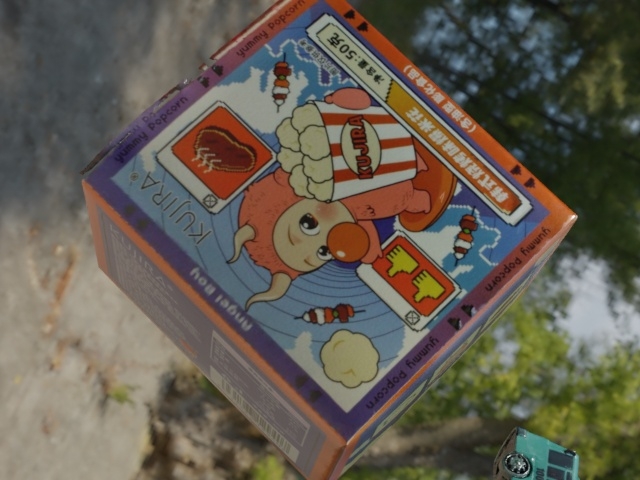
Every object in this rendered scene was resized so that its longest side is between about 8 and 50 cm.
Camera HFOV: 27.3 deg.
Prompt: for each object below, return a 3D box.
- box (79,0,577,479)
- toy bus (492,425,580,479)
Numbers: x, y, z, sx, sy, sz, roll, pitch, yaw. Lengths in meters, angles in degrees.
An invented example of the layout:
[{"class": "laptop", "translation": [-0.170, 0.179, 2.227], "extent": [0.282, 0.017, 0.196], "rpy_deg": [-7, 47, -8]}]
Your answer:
[{"class": "box", "translation": [0.000, 0.000, 1.289], "extent": [0.318, 0.348, 0.257], "rpy_deg": [-41, 168, -17]}, {"class": "toy bus", "translation": [0.210, 0.275, 1.320], "extent": [0.160, 0.092, 0.079], "rpy_deg": [-74, -177, -46]}]
